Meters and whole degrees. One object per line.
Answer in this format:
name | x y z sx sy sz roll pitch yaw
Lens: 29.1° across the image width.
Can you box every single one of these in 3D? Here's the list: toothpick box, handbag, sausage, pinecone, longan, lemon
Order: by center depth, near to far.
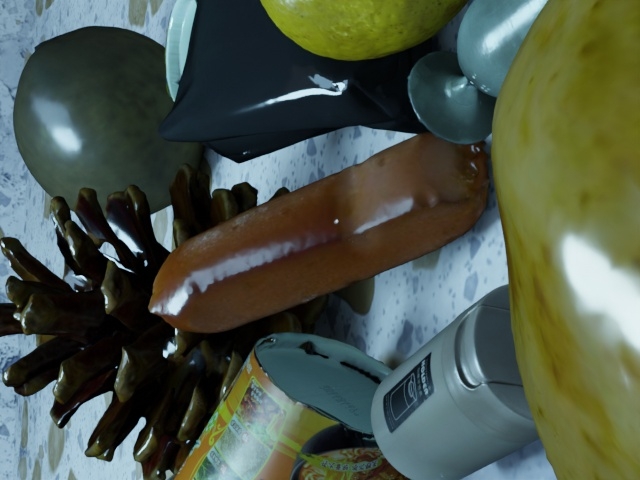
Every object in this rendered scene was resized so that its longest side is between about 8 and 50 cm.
toothpick box | 0.123 0.115 0.952 0.180 0.111 0.111 132 136 -56
lemon | 0.039 -0.228 0.997 0.207 0.170 0.170 -4 83 42
sausage | 0.000 -0.001 1.113 0.348 0.094 0.097 -21 49 21
handbag | -0.017 -0.234 1.239 0.342 0.152 0.288 -4 76 45
pinecone | -0.189 0.080 1.349 0.384 0.384 0.384 -176 90 -66
longan | -0.302 -0.169 1.760 0.350 0.288 0.288 -119 39 -68

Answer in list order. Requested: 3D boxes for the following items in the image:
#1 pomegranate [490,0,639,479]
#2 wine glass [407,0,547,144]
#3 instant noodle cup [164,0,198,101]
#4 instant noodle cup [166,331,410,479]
pomegranate | 0.241 -0.023 0.434 0.410 0.410 0.410 -176 90 -66
wine glass | 0.151 -0.154 0.952 0.202 0.093 0.093 135 133 -59
instant noodle cup | -0.097 -0.218 1.446 0.182 0.144 0.182 -177 90 -65
instant noodle cup | -0.013 0.205 1.134 0.182 0.230 0.230 -66 30 17
